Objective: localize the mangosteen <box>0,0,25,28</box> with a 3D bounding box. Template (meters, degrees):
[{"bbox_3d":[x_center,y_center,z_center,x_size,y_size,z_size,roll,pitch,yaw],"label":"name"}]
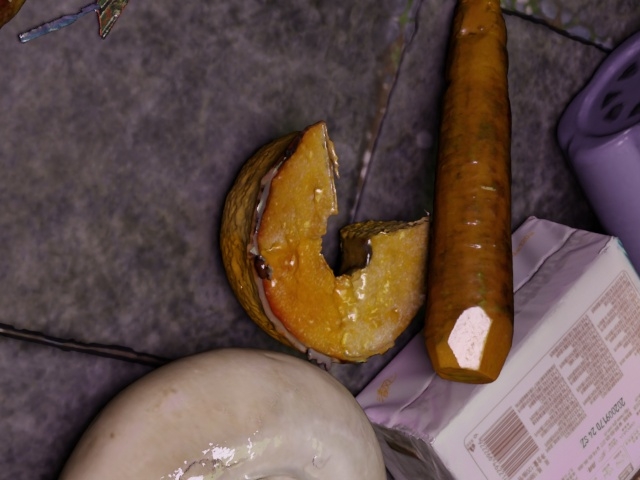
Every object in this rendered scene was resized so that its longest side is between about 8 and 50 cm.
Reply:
[{"bbox_3d":[-0.228,-0.211,0.902,0.209,0.210,0.210,-7,102,-33],"label":"mangosteen"}]

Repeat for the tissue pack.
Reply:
[{"bbox_3d":[0.164,0.127,1.274,0.225,0.124,0.185,-44,120,-20],"label":"tissue pack"}]

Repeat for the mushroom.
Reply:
[{"bbox_3d":[-0.060,0.197,1.092,0.246,0.202,0.246,-6,106,-23],"label":"mushroom"}]

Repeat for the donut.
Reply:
[{"bbox_3d":[-0.004,0.011,1.165,0.181,0.078,0.146,39,69,-39],"label":"donut"}]

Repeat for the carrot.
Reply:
[{"bbox_3d":[0.115,-0.052,1.201,0.066,0.066,0.314,19,67,-35],"label":"carrot"}]

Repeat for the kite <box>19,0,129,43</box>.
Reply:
[{"bbox_3d":[-0.148,-0.223,1.070,0.160,0.010,0.183,-23,114,-33],"label":"kite"}]

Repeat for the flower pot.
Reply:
[{"bbox_3d":[0.332,-0.052,1.292,0.243,0.265,0.265,48,71,-20],"label":"flower pot"}]
